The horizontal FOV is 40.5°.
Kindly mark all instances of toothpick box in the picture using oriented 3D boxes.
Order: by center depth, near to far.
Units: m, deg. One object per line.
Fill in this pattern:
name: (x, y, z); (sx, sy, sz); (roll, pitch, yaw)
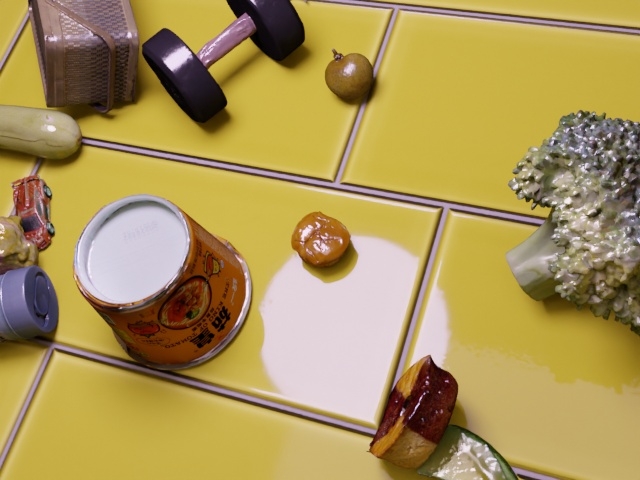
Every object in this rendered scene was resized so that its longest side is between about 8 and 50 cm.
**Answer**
toothpick box: (-0.469, 0.101, 1.246); (0.153, 0.101, 0.101); (-13, 62, 9)

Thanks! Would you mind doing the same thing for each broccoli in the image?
broccoli: (0.352, -0.016, 1.023); (0.260, 0.235, 0.288); (-21, 66, 4)

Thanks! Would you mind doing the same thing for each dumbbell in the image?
dumbbell: (-0.149, -0.302, 1.334); (0.218, 0.152, 0.152); (-41, 62, -7)

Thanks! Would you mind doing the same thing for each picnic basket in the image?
picnic basket: (-0.384, -0.348, 1.389); (0.139, 0.165, 0.266); (-8, 60, -20)

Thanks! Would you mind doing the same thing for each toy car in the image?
toy car: (-0.449, -0.041, 1.347); (0.059, 0.035, 0.122); (-16, 62, 5)

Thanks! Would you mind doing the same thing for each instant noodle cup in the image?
instant noodle cup: (-0.220, 0.048, 1.168); (0.216, 0.172, 0.215); (-6, 63, 12)

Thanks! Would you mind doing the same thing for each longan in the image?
longan: (0.041, -0.253, 1.305); (0.075, 0.083, 0.075); (-26, 23, 12)

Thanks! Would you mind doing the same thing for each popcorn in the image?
popcorn: (-0.475, 0.013, 1.284); (0.097, 0.109, 0.089); (-30, 57, -11)

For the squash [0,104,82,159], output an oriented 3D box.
squash: (-0.498, -0.179, 1.401); (0.250, 0.083, 0.083); (8, 67, 19)

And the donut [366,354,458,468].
donut: (0.114, 0.208, 1.042); (0.059, 0.140, 0.140); (30, 73, -2)

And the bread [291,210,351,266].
bread: (0.000, 0.000, 1.210); (0.081, 0.046, 0.083); (-25, 60, -2)

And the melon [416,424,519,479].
melon: (0.182, 0.314, 1.005); (0.118, 0.064, 0.209); (-27, 59, 6)
